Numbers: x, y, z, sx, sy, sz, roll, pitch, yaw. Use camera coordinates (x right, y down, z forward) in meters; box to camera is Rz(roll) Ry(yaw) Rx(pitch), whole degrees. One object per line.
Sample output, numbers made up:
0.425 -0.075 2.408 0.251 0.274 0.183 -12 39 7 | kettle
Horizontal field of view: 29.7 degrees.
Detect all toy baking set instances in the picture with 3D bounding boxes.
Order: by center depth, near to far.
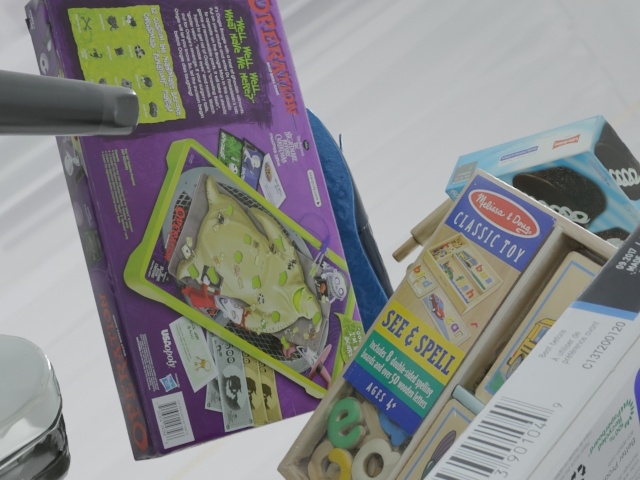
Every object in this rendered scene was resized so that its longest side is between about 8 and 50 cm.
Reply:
0.179 0.030 1.565 0.030 0.256 0.197 46 9 -45 | toy baking set

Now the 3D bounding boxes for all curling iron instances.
-0.185 -0.037 0.372 0.035 0.274 0.068 46 -47 42 | curling iron

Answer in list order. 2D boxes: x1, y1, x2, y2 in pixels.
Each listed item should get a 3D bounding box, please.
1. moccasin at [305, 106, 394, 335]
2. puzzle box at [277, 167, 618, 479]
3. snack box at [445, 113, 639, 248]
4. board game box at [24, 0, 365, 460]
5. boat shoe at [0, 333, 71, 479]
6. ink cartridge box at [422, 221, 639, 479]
0.000 0.000 1.485 0.117 0.137 0.342 -34 107 -85 | moccasin
0.165 0.149 0.746 0.052 0.272 0.409 31 4 -43 | puzzle box
0.305 0.010 1.322 0.187 0.060 0.322 -15 -50 44 | snack box
-0.086 -0.027 0.920 0.056 0.208 0.347 -23 -101 56 | board game box
-0.192 0.113 0.444 0.078 0.219 0.070 40 -36 44 | boat shoe
0.119 0.124 0.498 0.045 0.206 0.208 13 -47 39 | ink cartridge box
